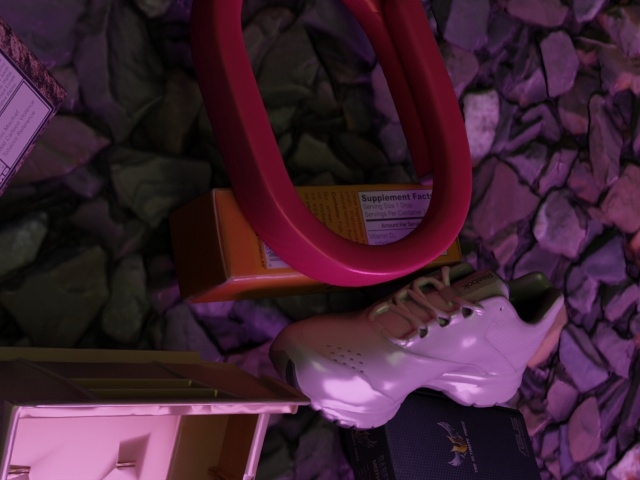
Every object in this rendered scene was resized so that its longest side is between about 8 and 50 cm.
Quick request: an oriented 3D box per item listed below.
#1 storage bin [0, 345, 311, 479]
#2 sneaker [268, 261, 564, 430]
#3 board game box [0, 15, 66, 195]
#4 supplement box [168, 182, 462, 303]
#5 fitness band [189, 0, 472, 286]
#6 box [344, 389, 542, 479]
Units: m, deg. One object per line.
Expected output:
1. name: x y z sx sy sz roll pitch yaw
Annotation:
1. storage bin: -0.152 0.216 0.842 0.260 0.123 0.262 7 100 -44
2. sneaker: 0.082 0.071 1.011 0.297 0.111 0.129 -5 137 -44
3. board game box: -0.311 -0.082 0.649 0.232 0.141 0.291 -60 151 -16
4. supplement box: 0.000 0.000 0.985 0.233 0.078 0.080 -1 75 -36
5. fitness band: 0.009 -0.107 0.949 0.209 0.054 0.291 -15 82 -35
6. box: 0.122 0.247 1.043 0.183 0.059 0.233 15 49 -35
